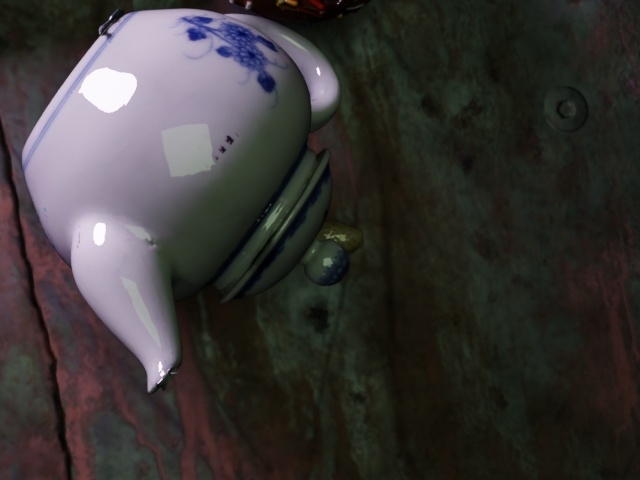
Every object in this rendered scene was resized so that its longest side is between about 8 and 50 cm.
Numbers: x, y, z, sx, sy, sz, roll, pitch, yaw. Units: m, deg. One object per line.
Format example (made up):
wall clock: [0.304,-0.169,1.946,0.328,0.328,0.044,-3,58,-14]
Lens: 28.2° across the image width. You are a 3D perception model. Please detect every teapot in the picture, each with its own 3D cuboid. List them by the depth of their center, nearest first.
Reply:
teapot: [-0.092,-0.051,1.068,0.280,0.252,0.424,35,45,-8]

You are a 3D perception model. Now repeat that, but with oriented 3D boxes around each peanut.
peanut: [0.000,0.000,1.197,0.083,0.037,0.037,-12,89,-11]

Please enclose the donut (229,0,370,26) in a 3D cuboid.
donut: [-0.026,-0.295,1.164,0.235,0.089,0.235,8,66,-19]
